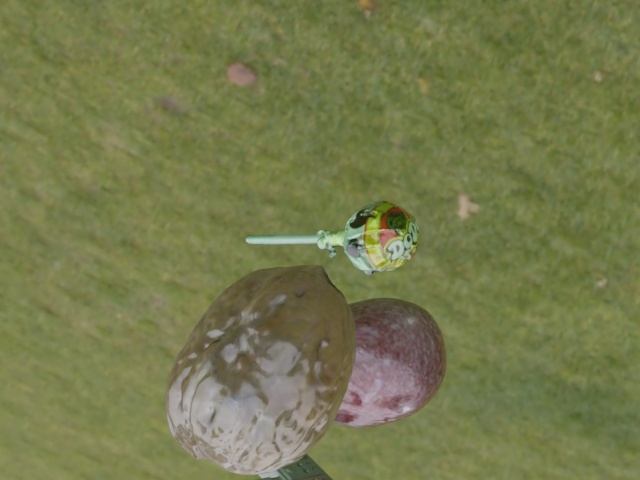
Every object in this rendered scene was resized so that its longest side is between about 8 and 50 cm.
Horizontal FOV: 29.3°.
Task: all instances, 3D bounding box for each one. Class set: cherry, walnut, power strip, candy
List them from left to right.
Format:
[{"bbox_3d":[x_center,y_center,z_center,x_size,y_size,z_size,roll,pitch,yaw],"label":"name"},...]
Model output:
[{"bbox_3d":[-0.053,0.126,1.231,0.178,0.230,0.178,28,169,6],"label":"walnut"},{"bbox_3d":[-0.050,0.415,2.022,0.145,0.061,0.216,-1,-156,-36],"label":"power strip"},{"bbox_3d":[0.000,0.000,1.529,0.305,0.091,0.083,-2,117,47],"label":"candy"},{"bbox_3d":[0.072,0.192,1.936,0.230,0.203,0.300,-16,161,35],"label":"cherry"}]
